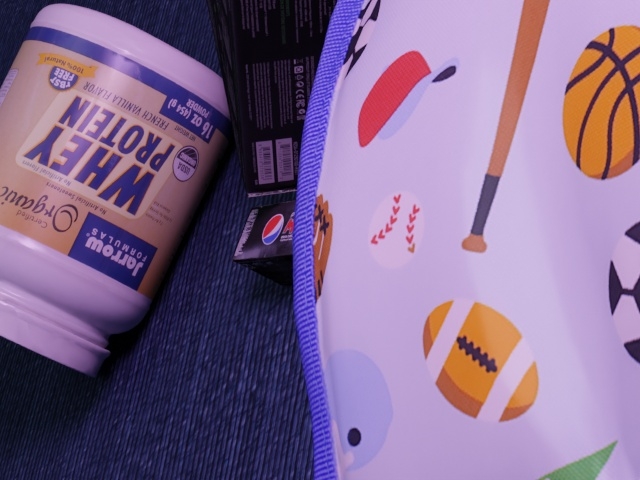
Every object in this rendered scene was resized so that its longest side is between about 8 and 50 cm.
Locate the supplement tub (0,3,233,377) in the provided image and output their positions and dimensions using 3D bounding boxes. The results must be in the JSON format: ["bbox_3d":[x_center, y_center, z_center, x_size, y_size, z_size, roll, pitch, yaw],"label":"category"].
[{"bbox_3d":[-0.239,-0.047,1.529,0.228,0.228,0.316,13,76,60],"label":"supplement tub"}]

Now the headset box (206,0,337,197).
[{"bbox_3d":[-0.028,-0.226,1.293,0.246,0.131,0.283,88,171,-49],"label":"headset box"}]

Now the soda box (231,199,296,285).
[{"bbox_3d":[0.000,0.000,1.283,0.169,0.060,0.053,-6,61,55],"label":"soda box"}]

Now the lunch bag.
[{"bbox_3d":[0.166,-0.050,0.581,0.328,0.239,0.385,-25,38,44],"label":"lunch bag"}]
